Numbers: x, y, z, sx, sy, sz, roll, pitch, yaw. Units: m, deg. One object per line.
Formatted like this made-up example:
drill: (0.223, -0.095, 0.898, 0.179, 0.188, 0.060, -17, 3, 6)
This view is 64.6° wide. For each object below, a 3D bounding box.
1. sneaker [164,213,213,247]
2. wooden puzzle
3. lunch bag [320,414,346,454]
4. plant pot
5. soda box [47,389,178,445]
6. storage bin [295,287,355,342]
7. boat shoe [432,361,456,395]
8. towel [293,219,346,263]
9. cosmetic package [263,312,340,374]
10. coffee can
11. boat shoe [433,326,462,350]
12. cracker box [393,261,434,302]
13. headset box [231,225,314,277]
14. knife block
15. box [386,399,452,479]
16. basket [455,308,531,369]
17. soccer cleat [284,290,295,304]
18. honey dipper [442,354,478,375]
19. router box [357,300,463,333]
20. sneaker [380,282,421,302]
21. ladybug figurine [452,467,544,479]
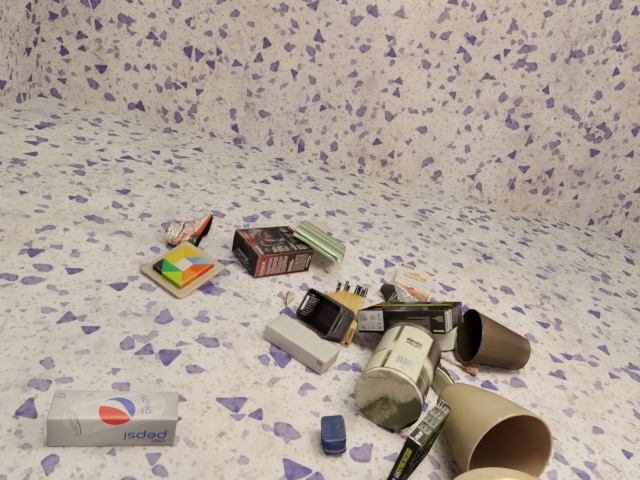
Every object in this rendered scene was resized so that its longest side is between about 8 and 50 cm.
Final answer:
sneaker: (-0.550, -0.056, 2.111, 0.144, 0.090, 0.270, 18, 29, -1)
wooden puzzle: (-0.502, 0.096, 1.860, 0.221, 0.044, 0.238, 29, 41, 25)
lunch bag: (0.034, 0.520, 1.356, 0.067, 0.065, 0.098, -3, 30, -2)
plant pot: (0.445, 0.521, 1.414, 0.256, 0.257, 0.274, 5, 13, -19)
soda box: (-0.492, 0.427, 1.217, 0.286, 0.098, 0.091, 7, 28, -17)
storage bin: (0.014, 0.255, 1.730, 0.180, 0.122, 0.084, 27, -4, 45)
boat shoe: (0.403, 0.449, 1.666, 0.079, 0.084, 0.233, -1, 28, -29)
towel: (0.000, 0.000, 2.219, 0.247, 0.038, 0.325, 32, 10, -1)
cosmetic package: (-0.063, 0.336, 1.657, 0.239, 0.061, 0.099, 29, 32, 23)
coffee can: (0.241, 0.402, 1.538, 0.201, 0.202, 0.275, 23, 28, 15)
boat shoe: (0.486, 0.349, 1.924, 0.319, 0.116, 0.099, -8, -9, -26)
cracker box: (0.393, 0.191, 2.168, 0.155, 0.067, 0.232, 21, 27, 9)
headset box: (-0.211, 0.042, 2.082, 0.293, 0.110, 0.218, -6, 33, -37)
knife block: (0.122, 0.258, 1.873, 0.242, 0.088, 0.276, -4, 32, -32)
box: (0.257, 0.532, 1.317, 0.045, 0.184, 0.190, 30, 31, 28)
basket: (0.627, 0.377, 1.828, 0.226, 0.154, 0.204, 22, 53, -15)
soccer cleat: (-0.114, 0.216, 1.895, 0.035, 0.029, 0.083, 11, 22, -1)
honey dipper: (0.480, 0.434, 1.800, 0.160, 0.031, 0.030, 21, 27, 21)
router box: (0.316, 0.265, 1.762, 0.308, 0.081, 0.243, -4, -1, 29)
sneaker: (0.311, 0.253, 1.992, 0.228, 0.086, 0.132, 31, 33, 26)
ladybug figurine: (0.462, 0.690, 1.091, 0.449, 0.162, 0.305, 29, 66, 23)
